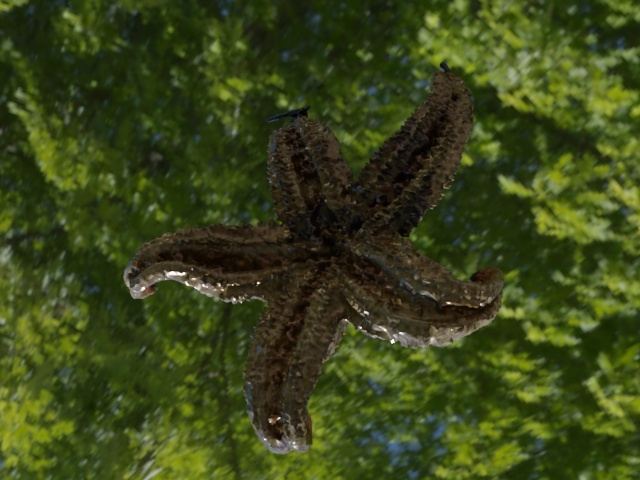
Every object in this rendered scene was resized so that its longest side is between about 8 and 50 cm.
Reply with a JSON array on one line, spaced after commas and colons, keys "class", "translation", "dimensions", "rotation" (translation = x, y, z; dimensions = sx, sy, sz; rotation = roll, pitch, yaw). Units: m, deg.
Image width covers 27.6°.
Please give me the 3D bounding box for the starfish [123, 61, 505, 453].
[{"class": "starfish", "translation": [-0.001, 0.001, 1.033], "dimensions": [0.312, 0.113, 0.303], "rotation": [-23, -125, 9]}]
